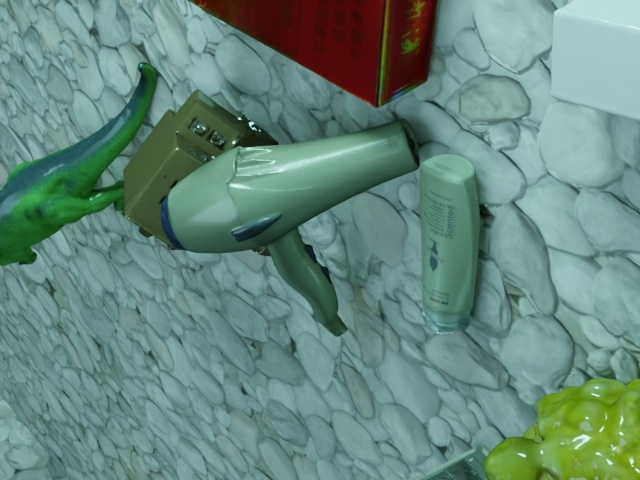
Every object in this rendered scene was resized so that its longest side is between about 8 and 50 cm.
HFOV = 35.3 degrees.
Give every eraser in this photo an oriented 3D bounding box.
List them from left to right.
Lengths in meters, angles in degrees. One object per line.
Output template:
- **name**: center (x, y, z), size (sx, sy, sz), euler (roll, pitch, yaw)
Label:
- **eraser**: center (0.316, -0.119, 0.740), size (0.298, 0.076, 0.078), euler (24, 132, 39)

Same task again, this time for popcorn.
- **popcorn**: center (0.288, 0.257, 0.942), size (0.241, 0.235, 0.250), euler (-12, 128, 30)

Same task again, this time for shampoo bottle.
- **shampoo bottle**: center (0.138, 0.008, 1.087), size (0.072, 0.049, 0.212), euler (24, 134, 34)

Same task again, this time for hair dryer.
- **hair dryer**: center (0.012, -0.027, 1.140), size (0.298, 0.119, 0.296), euler (35, 128, -29)

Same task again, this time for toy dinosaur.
- **toy dinosaur**: center (-0.452, -0.083, 1.490), size (0.144, 0.374, 0.500), euler (57, 149, 17)

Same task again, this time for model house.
- **model house**: center (-0.105, -0.057, 1.288), size (0.248, 0.176, 0.181), euler (34, -167, -24)

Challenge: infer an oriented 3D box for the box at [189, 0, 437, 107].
- **box**: center (-0.022, -0.293, 1.018), size (0.313, 0.089, 0.197), euler (34, 141, 30)

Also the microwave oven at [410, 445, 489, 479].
- **microwave oven**: center (0.203, 0.389, 1.172), size (0.240, 0.145, 0.194), euler (44, 151, 47)
